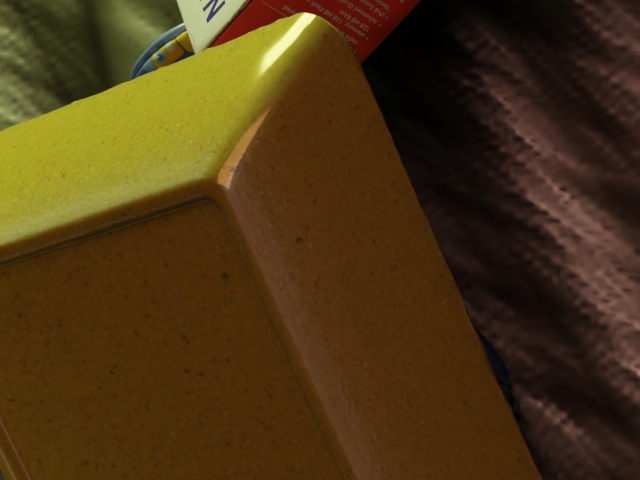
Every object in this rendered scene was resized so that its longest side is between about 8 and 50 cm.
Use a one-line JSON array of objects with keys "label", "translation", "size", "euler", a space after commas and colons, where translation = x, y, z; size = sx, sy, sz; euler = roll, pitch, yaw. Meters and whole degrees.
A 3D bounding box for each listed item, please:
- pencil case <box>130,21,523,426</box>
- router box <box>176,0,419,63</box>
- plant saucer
[{"label": "pencil case", "translation": [0.000, 0.000, 1.123], "size": [0.133, 0.119, 0.306], "euler": [-42, 66, 36]}, {"label": "router box", "translation": [0.022, -0.279, 1.077], "size": [0.301, 0.082, 0.335], "euler": [-46, 37, 21]}, {"label": "plant saucer", "translation": [-0.073, 0.083, 1.028], "size": [0.333, 0.081, 0.332], "euler": [-17, 102, 36]}]
